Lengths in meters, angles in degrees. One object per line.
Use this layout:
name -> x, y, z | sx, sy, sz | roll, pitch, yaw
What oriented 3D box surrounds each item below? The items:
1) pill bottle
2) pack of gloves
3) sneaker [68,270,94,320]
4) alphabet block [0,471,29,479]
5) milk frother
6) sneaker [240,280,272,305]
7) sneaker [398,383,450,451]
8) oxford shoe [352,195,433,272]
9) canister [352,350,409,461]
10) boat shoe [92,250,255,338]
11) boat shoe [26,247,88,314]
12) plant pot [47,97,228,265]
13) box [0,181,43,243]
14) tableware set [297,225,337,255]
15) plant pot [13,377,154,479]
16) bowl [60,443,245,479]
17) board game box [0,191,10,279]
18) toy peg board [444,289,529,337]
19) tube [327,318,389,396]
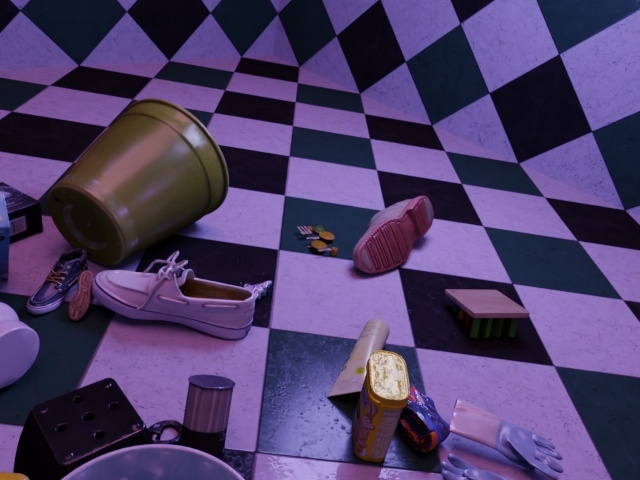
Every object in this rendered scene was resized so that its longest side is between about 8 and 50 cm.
pill bottle -> -0.672, 0.164, 1.079 | 0.264, 0.153, 0.153 | 23, 32, 19
pack of gloves -> 0.341, 0.434, 1.086 | 0.232, 0.046, 0.195 | 23, 46, 10
sneaker -> -0.535, 0.134, 1.298 | 0.042, 0.067, 0.119 | 9, 60, -8
alphabet block -> -0.468, 0.414, 0.681 | 0.193, 0.197, 0.192 | 5, 31, -11
milk frother -> -0.231, 0.304, 1.010 | 0.143, 0.135, 0.129 | 9, -1, -9
sneaker -> -0.169, 0.119, 1.440 | 0.069, 0.038, 0.098 | 23, 32, 18
sneaker -> 0.180, 0.335, 1.174 | 0.087, 0.083, 0.221 | 6, 33, -37
oxford shoe -> 0.198, -0.012, 1.741 | 0.146, 0.141, 0.397 | -5, 20, 42
canister -> 0.109, 0.313, 1.077 | 0.073, 0.170, 0.126 | 9, 30, -4
boat shoe -> -0.320, 0.100, 1.276 | 0.366, 0.157, 0.136 | 17, 28, -1
boat shoe -> -0.598, 0.088, 1.303 | 0.065, 0.083, 0.183 | 16, 30, 8
plant pot -> -0.488, -0.129, 1.490 | 0.366, 0.367, 0.353 | 21, 42, 16
box -> -0.834, -0.064, 1.472 | 0.158, 0.093, 0.156 | 23, 32, 22
tableware set -> 0.000, 0.000, 1.721 | 0.104, 0.024, 0.154 | -5, 32, -32
plant pot -> -0.359, 0.331, 0.891 | 0.188, 0.167, 0.187 | -17, 40, -38
bowl -> -0.228, 0.444, 0.744 | 0.311, 0.163, 0.312 | 10, 29, -6
board game box -> -0.768, 0.017, 1.145 | 0.253, 0.336, 0.079 | -10, 76, -31
toy peg board -> 0.427, 0.193, 1.504 | 0.161, 0.079, 0.160 | 2, 16, -16
tube -> 0.095, 0.260, 1.267 | 0.062, 0.070, 0.240 | 28, 34, 8
